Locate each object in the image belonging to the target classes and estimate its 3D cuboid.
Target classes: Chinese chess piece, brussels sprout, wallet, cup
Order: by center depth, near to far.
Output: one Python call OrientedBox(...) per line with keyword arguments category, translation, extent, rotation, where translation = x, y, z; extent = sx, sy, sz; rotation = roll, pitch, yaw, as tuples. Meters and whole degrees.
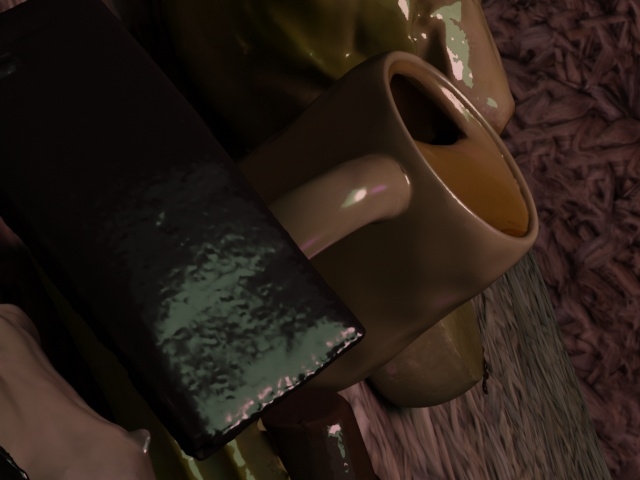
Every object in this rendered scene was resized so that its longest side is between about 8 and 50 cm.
OrientedBox(category="wallet", translation=(-0.090, -0.019, 0.737), extent=(0.124, 0.025, 0.244), rotation=(-34, 82, -35))
OrientedBox(category="cup", translation=(0.014, 0.013, 0.957), extent=(0.173, 0.202, 0.255), rotation=(46, 25, -15))
OrientedBox(category="brussels sprout", translation=(0.015, -0.169, 1.155), extent=(0.316, 0.242, 0.274), rotation=(43, 3, -20))
OrientedBox(category="Chinese chess piece", translation=(0.081, 0.052, 1.420), extent=(0.238, 0.092, 0.238), rotation=(-21, 90, -76))

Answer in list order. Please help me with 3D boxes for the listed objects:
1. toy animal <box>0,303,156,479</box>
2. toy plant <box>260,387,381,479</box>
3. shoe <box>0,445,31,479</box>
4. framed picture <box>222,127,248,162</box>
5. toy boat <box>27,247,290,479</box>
OrientedBox(category="toy animal", translation=(-0.053, 0.159, 0.630), extent=(0.266, 0.188, 0.308), rotation=(29, 46, -54))
OrientedBox(category="toy plant", translation=(-0.003, 0.194, 0.918), extent=(0.143, 0.105, 0.200), rotation=(-125, -151, -74))
OrientedBox(category="shoe", translation=(-0.161, 0.102, 0.464), extent=(0.293, 0.149, 0.109), rotation=(41, 50, -1))
OrientedBox(category="framed picture", translation=(-0.050, 0.012, 1.164), extent=(0.201, 0.010, 0.136), rotation=(-88, 153, -57))
OrientedBox(category="toy boat", translation=(-0.064, 0.110, 0.798), extent=(0.111, 0.084, 0.276), rotation=(-140, -153, -86))
